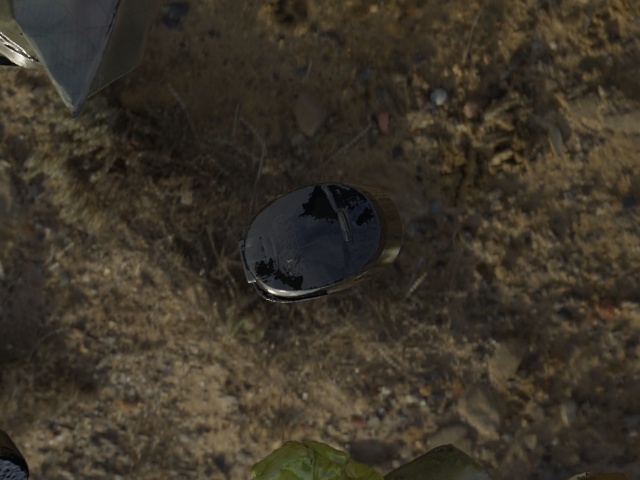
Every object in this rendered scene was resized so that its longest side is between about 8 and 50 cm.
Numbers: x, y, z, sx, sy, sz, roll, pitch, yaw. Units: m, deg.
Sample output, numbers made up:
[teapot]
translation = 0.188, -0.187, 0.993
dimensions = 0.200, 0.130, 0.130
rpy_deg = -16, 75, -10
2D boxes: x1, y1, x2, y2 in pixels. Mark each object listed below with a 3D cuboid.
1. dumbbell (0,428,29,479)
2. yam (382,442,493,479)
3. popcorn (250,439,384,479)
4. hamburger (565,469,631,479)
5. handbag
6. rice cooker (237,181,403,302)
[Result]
[dumbbell]
translation = -0.320, 0.149, 0.774
dimensions = 0.100, 0.191, 0.100
rpy_deg = -26, 135, -29
[yam]
translation = 0.108, 0.398, 1.301
dimensions = 0.268, 0.161, 0.161
rpy_deg = -26, 125, -15
[popcorn]
translation = -0.011, 0.260, 0.919
dimensions = 0.136, 0.162, 0.141
rpy_deg = 18, 114, 27
[hamburger]
translation = 0.265, 0.358, 0.922
dimensions = 0.303, 0.261, 0.186
rpy_deg = -43, 85, 22
[handbag]
translation = -0.182, -0.170, 0.608
dimensions = 0.117, 0.270, 0.182
rpy_deg = 24, 83, -44
[rice cooker]
translation = 0.000, 0.000, 0.967
dimensions = 0.165, 0.106, 0.112
rpy_deg = -18, 83, 33
